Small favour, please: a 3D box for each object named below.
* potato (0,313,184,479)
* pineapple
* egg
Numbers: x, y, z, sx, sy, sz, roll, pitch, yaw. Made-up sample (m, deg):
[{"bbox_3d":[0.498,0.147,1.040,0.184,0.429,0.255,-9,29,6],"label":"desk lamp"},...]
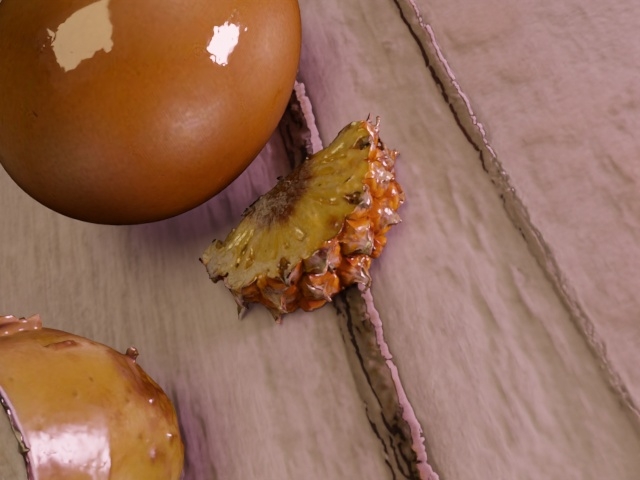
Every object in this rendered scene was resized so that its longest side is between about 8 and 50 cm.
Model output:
[{"bbox_3d":[-0.240,0.217,0.691,0.246,0.196,0.299,46,117,25],"label":"potato"},{"bbox_3d":[-0.001,-0.001,0.747,0.233,0.079,0.135,-41,44,9],"label":"pineapple"},{"bbox_3d":[-0.173,-0.177,0.804,0.283,0.282,0.351,27,75,36],"label":"egg"}]
